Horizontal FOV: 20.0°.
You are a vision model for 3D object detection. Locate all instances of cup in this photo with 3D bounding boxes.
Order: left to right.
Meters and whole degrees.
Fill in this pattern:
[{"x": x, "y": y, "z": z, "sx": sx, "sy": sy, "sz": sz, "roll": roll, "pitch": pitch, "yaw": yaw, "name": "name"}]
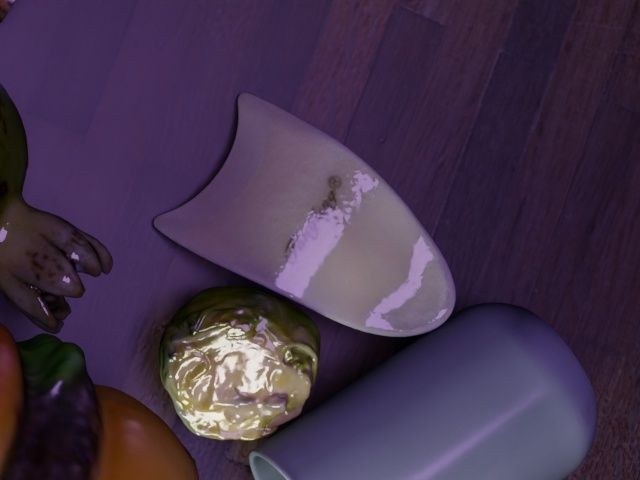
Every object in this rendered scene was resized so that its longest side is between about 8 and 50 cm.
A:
[{"x": 0.110, "y": 0.209, "z": 1.778, "sx": 0.312, "sy": 0.205, "sz": 0.205, "roll": -33, "pitch": 98, "yaw": -16, "name": "cup"}]

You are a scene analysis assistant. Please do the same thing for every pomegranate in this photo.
[{"x": -0.350, "y": -0.030, "z": 1.614, "sx": 0.242, "sy": 0.242, "sz": 0.306, "roll": -33, "pitch": 75, "yaw": -14, "name": "pomegranate"}]

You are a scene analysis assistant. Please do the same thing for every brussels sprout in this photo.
[{"x": -0.079, "y": 0.111, "z": 1.768, "sx": 0.151, "sy": 0.122, "sz": 0.149, "roll": 40, "pitch": 112, "yaw": -11, "name": "brussels sprout"}]

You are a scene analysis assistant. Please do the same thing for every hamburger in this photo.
[{"x": -0.308, "y": 0.253, "z": 1.544, "sx": 0.277, "sy": 0.396, "sz": 0.395, "roll": 33, "pitch": 80, "yaw": -24, "name": "hamburger"}]

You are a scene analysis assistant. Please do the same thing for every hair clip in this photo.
[{"x": 0.000, "y": -0.004, "z": 1.796, "sx": 0.282, "sy": 0.113, "sz": 0.172, "roll": 37, "pitch": 79, "yaw": -12, "name": "hair clip"}]

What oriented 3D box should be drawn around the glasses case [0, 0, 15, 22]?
[{"x": -0.358, "y": -0.284, "z": 1.734, "sx": 0.170, "sy": 0.041, "sz": 0.064, "roll": 34, "pitch": 80, "yaw": -12, "name": "glasses case"}]
